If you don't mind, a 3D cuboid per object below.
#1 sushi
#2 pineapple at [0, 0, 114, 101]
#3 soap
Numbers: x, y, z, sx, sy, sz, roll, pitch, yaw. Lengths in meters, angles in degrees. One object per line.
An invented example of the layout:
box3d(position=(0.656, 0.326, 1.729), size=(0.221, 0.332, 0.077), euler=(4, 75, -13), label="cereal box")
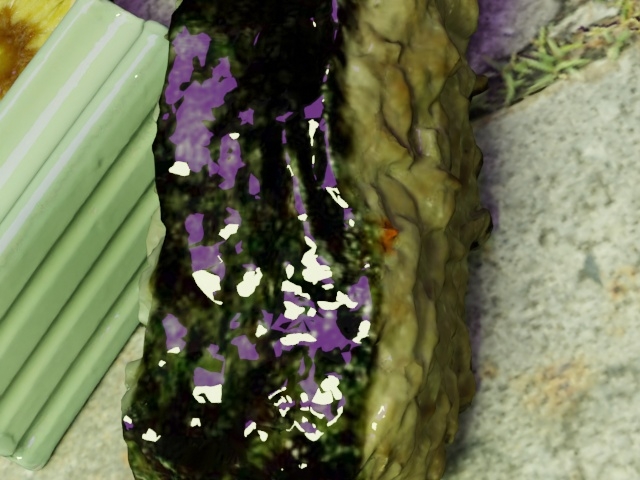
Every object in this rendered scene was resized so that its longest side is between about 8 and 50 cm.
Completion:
box3d(position=(0.000, 0.000, 0.781), size=(0.170, 0.211, 0.350), euler=(3, 73, 15), label="sushi")
box3d(position=(-0.221, -0.115, 0.978), size=(0.224, 0.076, 0.225), euler=(-9, 65, 19), label="pineapple")
box3d(position=(-0.163, -0.002, 0.861), size=(0.087, 0.160, 0.265), euler=(28, 79, 29), label="soap")
